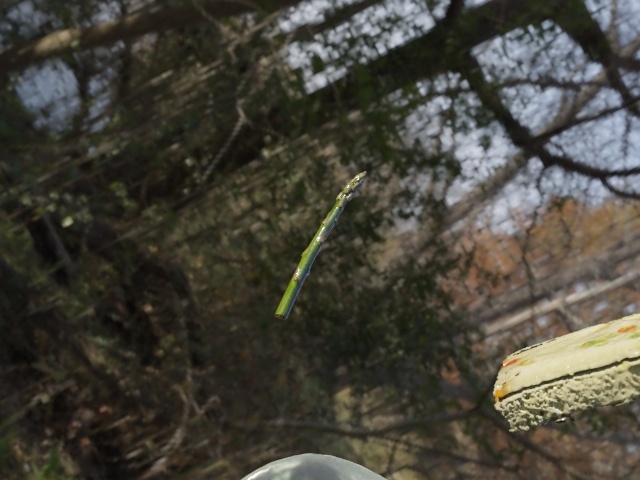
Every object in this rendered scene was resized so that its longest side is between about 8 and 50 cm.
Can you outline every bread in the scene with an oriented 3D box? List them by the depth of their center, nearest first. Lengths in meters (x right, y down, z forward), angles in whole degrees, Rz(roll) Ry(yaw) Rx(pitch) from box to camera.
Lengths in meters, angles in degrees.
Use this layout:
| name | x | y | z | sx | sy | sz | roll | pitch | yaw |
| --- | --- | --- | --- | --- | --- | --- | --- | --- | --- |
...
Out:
| name | x | y | z | sx | sy | sz | roll | pitch | yaw |
| --- | --- | --- | --- | --- | --- | --- | --- | --- | --- |
| bread | 0.160 | 0.051 | 0.492 | 0.068 | 0.154 | 0.028 | -35 | 105 | -73 |

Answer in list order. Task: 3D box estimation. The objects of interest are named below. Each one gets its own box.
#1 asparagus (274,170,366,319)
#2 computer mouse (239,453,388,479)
| name | x | y | z | sx | sy | sz | roll | pitch | yaw |
| --- | --- | --- | --- | --- | --- | --- | --- | --- | --- |
| asparagus | 0.000 | 0.000 | 0.879 | 0.016 | 0.163 | 0.016 | 40 | -30 | -19 |
| computer mouse | -0.025 | 0.266 | 0.536 | 0.090 | 0.167 | 0.379 | 37 | -49 | 55 |
